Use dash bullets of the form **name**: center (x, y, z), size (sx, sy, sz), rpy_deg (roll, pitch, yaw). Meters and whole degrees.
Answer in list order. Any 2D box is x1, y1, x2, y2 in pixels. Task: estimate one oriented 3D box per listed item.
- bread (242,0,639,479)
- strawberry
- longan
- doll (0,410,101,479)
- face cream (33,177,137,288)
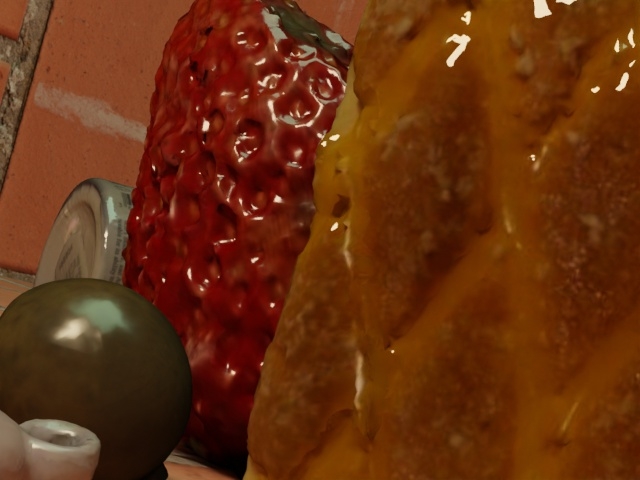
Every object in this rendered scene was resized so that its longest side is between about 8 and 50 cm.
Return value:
- **bread**: center (0.136, 0.044, 0.531), size (0.279, 0.279, 0.207), rpy_deg (17, -5, 16)
- **strawberry**: center (0.010, 0.010, 0.828), size (0.291, 0.310, 0.292), rpy_deg (11, -7, 1)
- **longan**: center (-0.108, 0.075, 0.598), size (0.106, 0.106, 0.119), rpy_deg (11, -47, 53)
- **doll**: center (-0.213, 0.026, 0.279), size (0.365, 0.094, 0.160), rpy_deg (17, -1, -37)
- **face cream**: center (-0.163, 0.044, 1.123), size (0.152, 0.177, 0.177), rpy_deg (14, -3, -28)
